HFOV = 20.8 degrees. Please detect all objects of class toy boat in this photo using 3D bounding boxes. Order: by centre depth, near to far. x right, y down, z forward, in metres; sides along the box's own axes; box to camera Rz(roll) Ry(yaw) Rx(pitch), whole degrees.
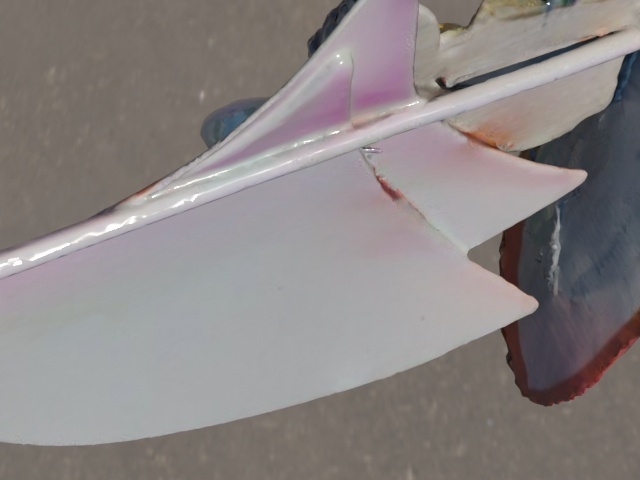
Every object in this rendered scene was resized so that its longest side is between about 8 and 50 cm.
[{"bbox_3d":[0.016,0.007,0.440,0.318,0.072,0.219,-34,149,0],"label":"toy boat"}]
